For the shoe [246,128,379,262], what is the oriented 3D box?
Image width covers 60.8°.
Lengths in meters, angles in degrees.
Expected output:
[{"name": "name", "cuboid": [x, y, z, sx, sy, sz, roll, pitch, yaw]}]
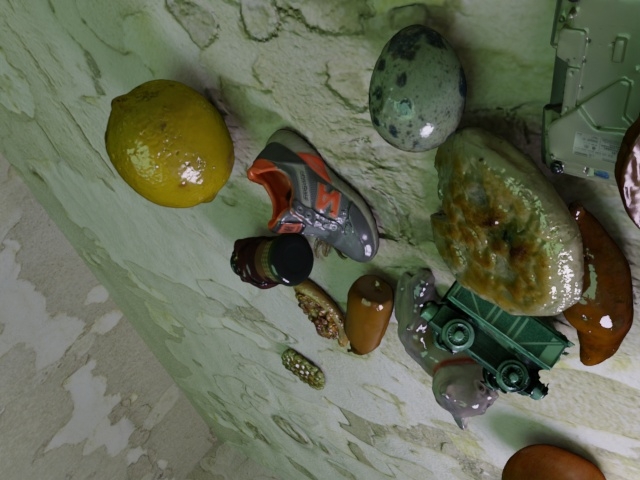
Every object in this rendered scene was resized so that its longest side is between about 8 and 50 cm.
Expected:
[{"name": "shoe", "cuboid": [-0.024, -0.058, 1.119, 0.336, 0.171, 0.132, 48, 147, -8]}]

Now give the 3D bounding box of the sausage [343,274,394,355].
[{"name": "sausage", "cuboid": [0.109, 0.201, 1.342, 0.112, 0.112, 0.328, 32, 147, 18]}]

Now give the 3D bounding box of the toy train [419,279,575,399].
[{"name": "toy train", "cuboid": [0.320, 0.180, 1.027, 0.269, 0.154, 0.115, 36, 169, 10]}]

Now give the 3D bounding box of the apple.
[{"name": "apple", "cuboid": [0.539, 0.566, 1.244, 0.235, 0.173, 0.210, 31, 152, 34]}]

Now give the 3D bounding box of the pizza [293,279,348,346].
[{"name": "pizza", "cuboid": [0.005, 0.203, 1.501, 0.127, 0.058, 0.246, 3, 128, 47]}]

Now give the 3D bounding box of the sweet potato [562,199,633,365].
[{"name": "sweet potato", "cuboid": [0.432, 0.090, 0.857, 0.112, 0.112, 0.359, 6, 131, 44]}]

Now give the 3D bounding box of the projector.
[{"name": "projector", "cuboid": [0.363, -0.180, 0.631, 0.194, 0.088, 0.269, 23, 143, 34]}]

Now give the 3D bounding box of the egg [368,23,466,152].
[{"name": "egg", "cuboid": [0.139, -0.215, 0.785, 0.141, 0.141, 0.181, 19, 131, 33]}]

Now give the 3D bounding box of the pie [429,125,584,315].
[{"name": "pie", "cuboid": [0.274, -0.020, 0.855, 0.337, 0.075, 0.337, 52, 161, 26]}]

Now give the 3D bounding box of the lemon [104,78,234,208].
[{"name": "lemon", "cuboid": [-0.323, -0.204, 1.200, 0.258, 0.258, 0.310, 3, 139, 46]}]

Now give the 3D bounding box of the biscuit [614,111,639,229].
[{"name": "biscuit", "cuboid": [0.483, -0.085, 0.564, 0.318, 0.040, 0.318, 10, 138, 9]}]

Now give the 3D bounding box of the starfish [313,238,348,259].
[{"name": "starfish", "cuboid": [0.004, -0.004, 1.269, 0.130, 0.041, 0.133, 42, 153, -22]}]

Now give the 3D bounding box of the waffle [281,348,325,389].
[{"name": "waffle", "cuboid": [-0.059, 0.449, 1.882, 0.183, 0.036, 0.169, 31, 148, 19]}]

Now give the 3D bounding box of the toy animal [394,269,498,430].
[{"name": "toy animal", "cuboid": [0.255, 0.230, 1.156, 0.266, 0.188, 0.308, 15, 143, 50]}]

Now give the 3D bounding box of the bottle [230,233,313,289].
[{"name": "bottle", "cuboid": [-0.149, 0.053, 1.416, 0.271, 0.143, 0.156, -6, 123, 52]}]
